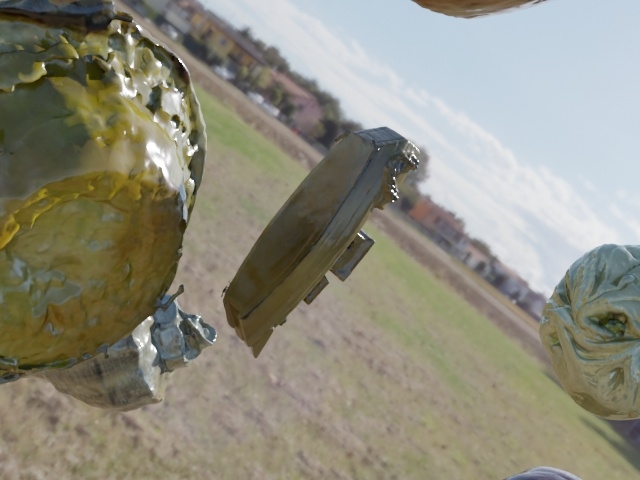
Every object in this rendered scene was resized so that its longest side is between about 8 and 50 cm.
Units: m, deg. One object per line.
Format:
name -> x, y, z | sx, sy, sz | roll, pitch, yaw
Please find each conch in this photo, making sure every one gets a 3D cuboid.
conch -> -0.248, 0.072, 0.906 | 0.291, 0.159, 0.210 | 13, 5, 1

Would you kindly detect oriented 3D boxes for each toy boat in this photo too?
toy boat -> 0.000, 0.000, 0.690 | 0.064, 0.206, 0.072 | 41, 3, 42

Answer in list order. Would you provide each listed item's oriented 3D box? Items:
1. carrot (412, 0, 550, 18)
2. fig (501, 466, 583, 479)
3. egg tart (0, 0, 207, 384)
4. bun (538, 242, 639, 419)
carrot -> 0.127, -0.271, 0.558 | 0.100, 0.259, 0.307 | 14, 17, 37
fig -> 0.356, 0.416, 1.272 | 0.203, 0.186, 0.249 | 19, -26, -39
egg tart -> -0.178, -0.008, 0.569 | 0.116, 0.295, 0.294 | 42, 7, 37
bun -> 0.382, 0.112, 1.114 | 0.229, 0.229, 0.145 | 42, 11, 33
